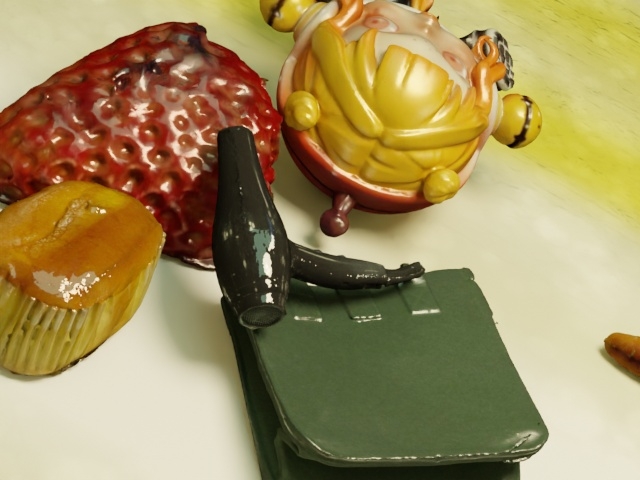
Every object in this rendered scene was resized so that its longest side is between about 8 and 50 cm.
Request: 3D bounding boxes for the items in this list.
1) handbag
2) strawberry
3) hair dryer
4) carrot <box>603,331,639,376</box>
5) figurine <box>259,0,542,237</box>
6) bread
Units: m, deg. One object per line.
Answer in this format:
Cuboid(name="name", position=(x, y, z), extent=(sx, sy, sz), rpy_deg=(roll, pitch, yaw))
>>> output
Cuboid(name="handbag", position=(0.051, 0.122, 1.656), extent=(0.247, 0.079, 0.260), rpy_deg=(2, 40, -21))
Cuboid(name="strawberry", position=(-0.165, -0.124, 1.769), extent=(0.280, 0.150, 0.253), rpy_deg=(16, 42, -14))
Cuboid(name="hair dryer", position=(0.000, 0.000, 1.677), extent=(0.219, 0.075, 0.195), rpy_deg=(12, 53, -29))
Cuboid(name="carrot", position=(0.346, 0.128, 1.833), extent=(0.139, 0.048, 0.048), rpy_deg=(31, 39, 9))
Cuboid(name="figurine", position=(0.067, -0.148, 1.885), extent=(0.320, 0.196, 0.323), rpy_deg=(26, 32, -5))
Cuboid(name="bread", position=(-0.223, 0.024, 1.605), extent=(0.132, 0.114, 0.190), rpy_deg=(31, 34, 11))
